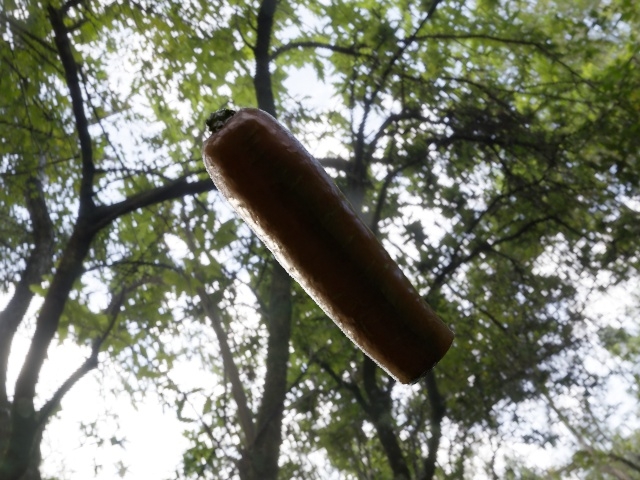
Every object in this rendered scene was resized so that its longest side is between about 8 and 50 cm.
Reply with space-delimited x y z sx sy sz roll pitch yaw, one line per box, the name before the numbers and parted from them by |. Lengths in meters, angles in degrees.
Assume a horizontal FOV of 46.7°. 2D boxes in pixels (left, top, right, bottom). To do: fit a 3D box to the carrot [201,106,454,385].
carrot | 0.000 0.000 0.508 0.067 0.067 0.225 -40 -85 4
